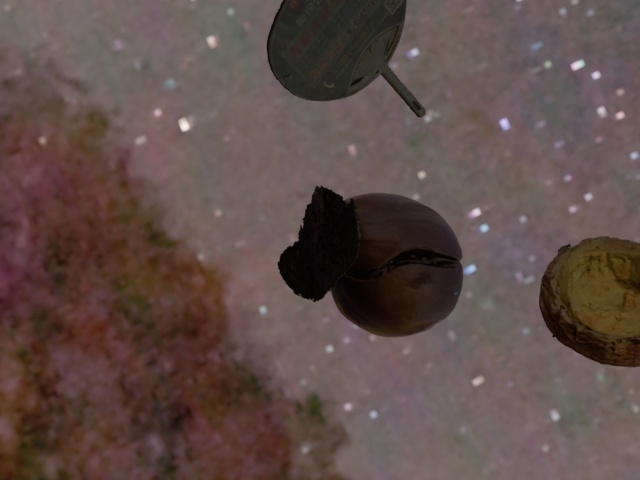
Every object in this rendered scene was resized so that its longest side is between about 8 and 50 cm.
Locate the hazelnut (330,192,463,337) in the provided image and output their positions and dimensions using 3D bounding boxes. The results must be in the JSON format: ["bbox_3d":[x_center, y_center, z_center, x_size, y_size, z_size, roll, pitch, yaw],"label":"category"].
[{"bbox_3d":[0.094,0.041,2.315,0.234,0.218,0.218,-123,-163,-51],"label":"hazelnut"}]

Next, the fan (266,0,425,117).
[{"bbox_3d":[0.059,-0.281,2.013,0.012,0.294,0.223,31,-70,47],"label":"fan"}]

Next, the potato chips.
[{"bbox_3d":[0.000,0.000,1.991,0.209,0.026,0.142,-24,-106,59],"label":"potato chips"}]

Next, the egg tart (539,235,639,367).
[{"bbox_3d":[0.382,0.088,2.038,0.212,0.212,0.090,54,-29,30],"label":"egg tart"}]
